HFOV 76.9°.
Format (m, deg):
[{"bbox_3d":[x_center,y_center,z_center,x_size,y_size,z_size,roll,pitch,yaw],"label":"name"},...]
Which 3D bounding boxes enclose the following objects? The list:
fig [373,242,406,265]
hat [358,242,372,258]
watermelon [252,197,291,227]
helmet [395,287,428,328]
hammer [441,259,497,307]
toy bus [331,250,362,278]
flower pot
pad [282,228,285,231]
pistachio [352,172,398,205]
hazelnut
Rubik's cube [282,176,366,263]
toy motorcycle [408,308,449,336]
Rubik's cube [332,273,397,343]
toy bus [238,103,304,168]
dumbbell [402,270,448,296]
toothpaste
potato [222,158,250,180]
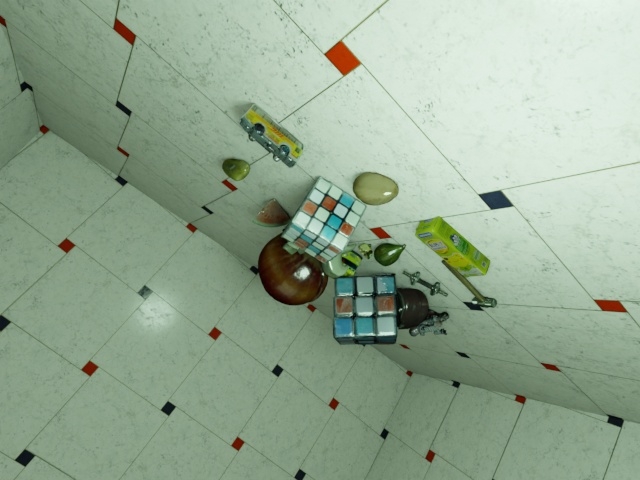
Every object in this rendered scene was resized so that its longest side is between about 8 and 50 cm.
[{"bbox_3d":[0.337,0.061,1.937,0.117,0.117,0.177,38,147,-20],"label":"fig"},{"bbox_3d":[0.239,0.048,2.082,0.076,0.059,0.077,33,160,42],"label":"hat"},{"bbox_3d":[-0.261,-0.134,2.238,0.207,0.136,0.202,13,163,3],"label":"watermelon"},{"bbox_3d":[0.516,0.383,2.291,0.177,0.224,0.305,-5,159,3],"label":"helmet"},{"bbox_3d":[0.684,0.201,1.891,0.365,0.043,0.111,42,157,-23],"label":"hammer"},{"bbox_3d":[0.115,0.135,2.306,0.128,0.150,0.262,34,158,-14],"label":"toy bus"},{"bbox_3d":[0.000,0.000,2.012,0.368,0.254,0.164,31,159,-8],"label":"flower pot"},{"bbox_3d":[-0.118,-0.033,2.405,0.174,0.022,0.233,38,156,-19],"label":"pad"},{"bbox_3d":[0.209,-0.192,1.530,0.186,0.126,0.108,14,-163,27],"label":"pistachio"},{"bbox_3d":[-0.160,0.151,2.258,0.402,0.429,0.402,-14,155,-7],"label":"hazelnut"},{"bbox_3d":[0.011,-0.084,1.801,0.253,0.256,0.259,33,158,-8],"label":"Rubik's cube"},{"bbox_3d":[0.643,0.481,2.349,0.134,0.207,0.401,58,153,-5],"label":"toy motorcycle"},{"bbox_3d":[0.251,0.405,2.291,0.363,0.358,0.362,-4,161,3],"label":"Rubik's cube"},{"bbox_3d":[-0.186,-0.399,1.555,0.268,0.106,0.092,38,157,-16],"label":"toy bus"},{"bbox_3d":[0.534,0.221,2.061,0.254,0.081,0.081,28,159,3],"label":"dumbbell"},{"bbox_3d":[0.538,0.032,1.635,0.327,0.077,0.110,37,158,-18],"label":"toothpaste"},{"bbox_3d":[-0.418,-0.352,1.972,0.188,0.105,0.085,28,-179,40],"label":"potato"}]
